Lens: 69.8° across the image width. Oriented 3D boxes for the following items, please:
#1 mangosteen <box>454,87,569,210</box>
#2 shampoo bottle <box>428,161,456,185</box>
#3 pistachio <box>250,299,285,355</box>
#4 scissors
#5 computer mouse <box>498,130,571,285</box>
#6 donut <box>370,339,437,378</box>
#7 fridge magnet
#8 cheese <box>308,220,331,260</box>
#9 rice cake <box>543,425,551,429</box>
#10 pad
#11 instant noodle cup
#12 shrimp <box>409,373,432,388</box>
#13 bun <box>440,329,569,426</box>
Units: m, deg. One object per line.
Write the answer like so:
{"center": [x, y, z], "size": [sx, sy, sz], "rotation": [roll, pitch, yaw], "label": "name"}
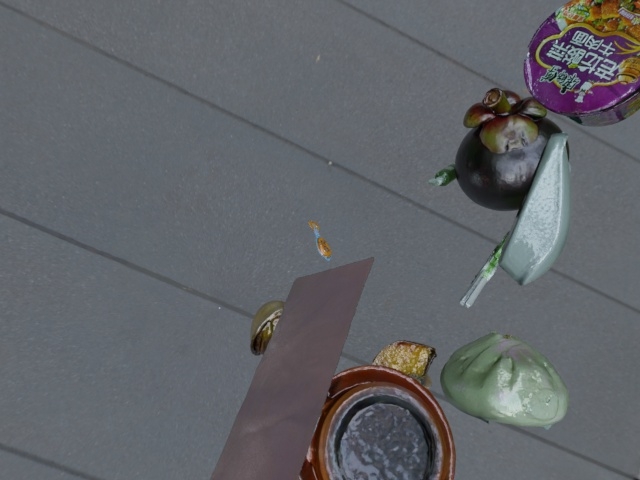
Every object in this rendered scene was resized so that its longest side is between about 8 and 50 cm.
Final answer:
{"center": [0.630, -0.313, 1.572], "size": [0.382, 0.382, 0.435], "rotation": [-35, 105, -15], "label": "mangosteen"}
{"center": [0.488, -0.252, 1.773], "size": [0.204, 0.065, 0.065], "rotation": [-32, 89, -45], "label": "shampoo bottle"}
{"center": [-0.121, 0.242, 1.227], "size": [0.165, 0.210, 0.130], "rotation": [-29, 69, -36], "label": "pistachio"}
{"center": [0.329, 0.061, 0.906], "size": [0.027, 0.101, 0.204], "rotation": [35, 53, 16], "label": "scissors"}
{"center": [0.329, -0.043, 0.673], "size": [0.079, 0.128, 0.230], "rotation": [18, 104, 17], "label": "computer mouse"}
{"center": [0.205, 0.383, 1.291], "size": [0.152, 0.101, 0.259], "rotation": [32, 68, 4], "label": "donut"}
{"center": [0.124, 0.455, 0.997], "size": [0.364, 0.155, 0.363], "rotation": [3, 66, -8], "label": "fridge magnet"}
{"center": [-0.001, 0.000, 1.085], "size": [0.017, 0.047, 0.111], "rotation": [-36, 63, 26], "label": "cheese"}
{"center": [0.707, 0.543, 1.567], "size": [0.063, 0.206, 0.069], "rotation": [18, 110, -45], "label": "rice cake"}
{"center": [-0.025, 0.099, 0.335], "size": [0.006, 0.113, 0.187], "rotation": [35, 60, -22], "label": "pad"}
{"center": [0.588, -0.361, 0.974], "size": [0.190, 0.251, 0.251], "rotation": [6, 78, -51], "label": "instant noodle cup"}
{"center": [0.279, 0.495, 1.589], "size": [0.220, 0.152, 0.046], "rotation": [-4, 109, -9], "label": "shrimp"}
{"center": [0.438, 0.314, 1.102], "size": [0.293, 0.293, 0.187], "rotation": [1, 92, -12], "label": "bun"}
